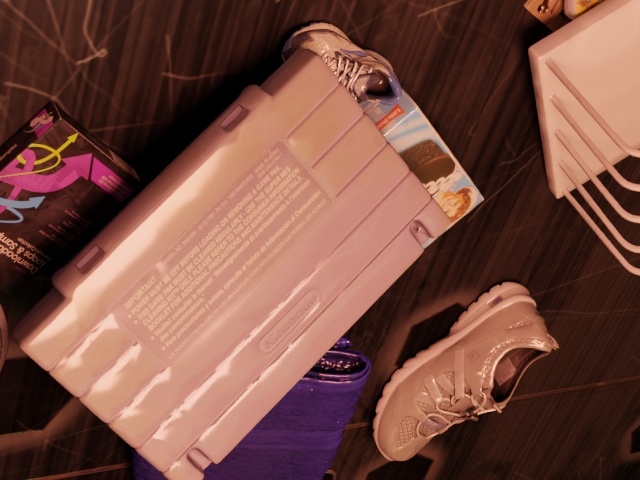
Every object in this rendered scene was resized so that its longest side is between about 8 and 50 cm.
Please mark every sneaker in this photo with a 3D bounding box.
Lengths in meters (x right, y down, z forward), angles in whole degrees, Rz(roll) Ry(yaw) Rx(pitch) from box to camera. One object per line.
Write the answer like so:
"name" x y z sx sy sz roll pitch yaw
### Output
"sneaker" 0.174 0.182 1.468 0.105 0.115 0.281 22 114 -45
"sneaker" 0.025 -0.158 1.083 0.135 0.058 0.052 11 122 -40

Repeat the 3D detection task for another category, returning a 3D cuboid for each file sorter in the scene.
"file sorter" 0.355 -0.114 1.233 0.192 0.173 0.278 -31 149 -2

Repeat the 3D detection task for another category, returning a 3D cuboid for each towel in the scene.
"towel" -0.085 0.186 1.259 0.227 0.076 0.308 3 145 -9

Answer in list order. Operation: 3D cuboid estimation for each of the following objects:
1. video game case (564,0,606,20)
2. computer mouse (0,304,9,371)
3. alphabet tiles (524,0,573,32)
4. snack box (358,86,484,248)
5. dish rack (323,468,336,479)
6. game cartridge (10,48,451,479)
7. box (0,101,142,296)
"video game case" 0.336 -0.338 1.140 0.227 0.026 0.206 -23 134 -16
"computer mouse" -0.332 0.011 0.954 0.188 0.072 0.272 -19 114 -25
"alphabet tiles" 0.314 -0.240 1.243 0.237 0.009 0.198 25 112 -46
"snack box" 0.000 0.000 1.214 0.322 0.060 0.187 -40 141 5
"dish rack" -0.129 0.351 1.454 0.271 0.074 0.208 -8 131 -27
"game cartridge" -0.073 0.026 1.052 0.355 0.068 0.230 -45 114 -7
"box" -0.252 -0.032 1.034 0.162 0.029 0.116 -40 139 7
